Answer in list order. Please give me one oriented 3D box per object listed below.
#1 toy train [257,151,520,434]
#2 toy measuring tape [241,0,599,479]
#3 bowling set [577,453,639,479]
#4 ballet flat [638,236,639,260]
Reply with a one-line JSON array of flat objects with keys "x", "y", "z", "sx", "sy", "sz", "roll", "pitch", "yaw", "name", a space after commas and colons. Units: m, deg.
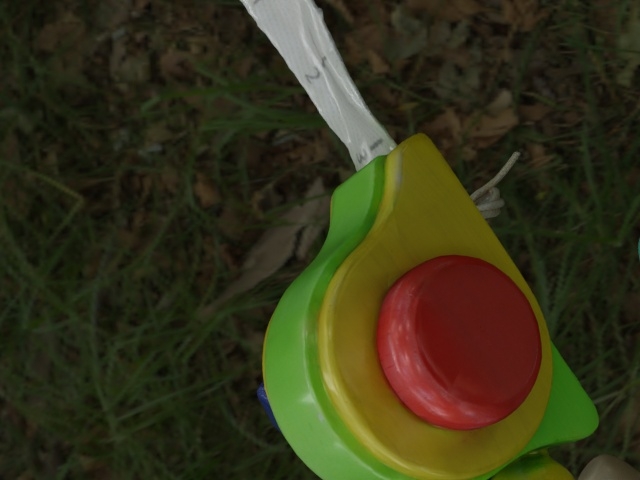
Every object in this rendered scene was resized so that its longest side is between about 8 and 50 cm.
[{"x": 0.094, "y": 0.058, "z": 0.775, "sx": 0.248, "sy": 0.105, "sz": 0.143, "roll": -43, "pitch": 63, "yaw": -14, "name": "toy train"}, {"x": 0.000, "y": 0.000, "z": 0.519, "sx": 0.121, "sy": 0.121, "sz": 0.330, "roll": -34, "pitch": 90, "yaw": 31, "name": "toy measuring tape"}, {"x": 0.331, "y": 0.121, "z": 0.877, "sx": 0.154, "sy": 0.200, "sz": 0.287, "roll": 36, "pitch": 80, "yaw": 1, "name": "bowling set"}, {"x": 0.204, "y": 0.032, "z": 0.538, "sx": 0.087, "sy": 0.247, "sz": 0.083, "roll": -37, "pitch": 105, "yaw": 3, "name": "ballet flat"}]
